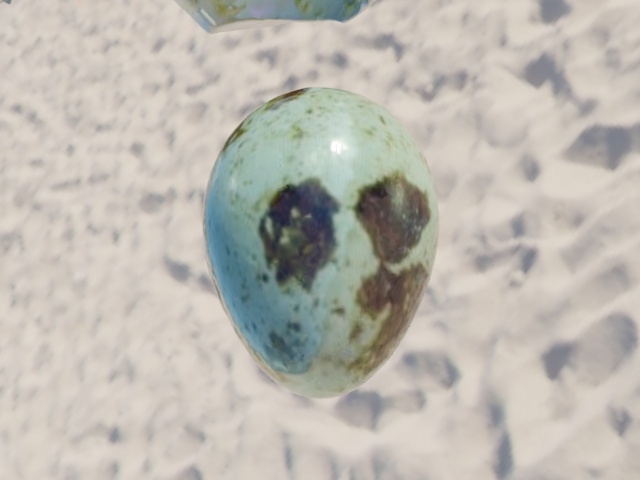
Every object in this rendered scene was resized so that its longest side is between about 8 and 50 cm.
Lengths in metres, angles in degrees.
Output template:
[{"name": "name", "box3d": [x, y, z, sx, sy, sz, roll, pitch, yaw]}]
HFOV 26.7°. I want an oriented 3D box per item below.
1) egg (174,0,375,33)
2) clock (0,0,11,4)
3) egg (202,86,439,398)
[{"name": "egg", "box3d": [-0.028, -0.312, 1.397, 0.162, 0.271, 0.206, 58, -147, -73]}, {"name": "clock", "box3d": [-0.296, -0.389, 1.409, 0.235, 0.166, 0.309, -61, -5, 36]}, {"name": "egg", "box3d": [0.000, 0.000, 0.954, 0.169, 0.169, 0.231, -28, 52, 47]}]
